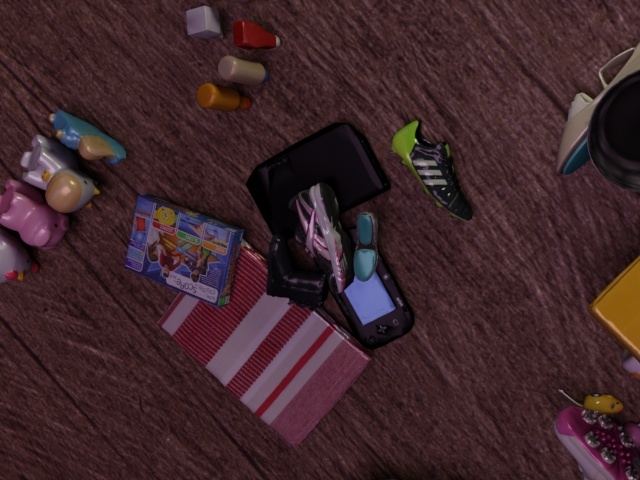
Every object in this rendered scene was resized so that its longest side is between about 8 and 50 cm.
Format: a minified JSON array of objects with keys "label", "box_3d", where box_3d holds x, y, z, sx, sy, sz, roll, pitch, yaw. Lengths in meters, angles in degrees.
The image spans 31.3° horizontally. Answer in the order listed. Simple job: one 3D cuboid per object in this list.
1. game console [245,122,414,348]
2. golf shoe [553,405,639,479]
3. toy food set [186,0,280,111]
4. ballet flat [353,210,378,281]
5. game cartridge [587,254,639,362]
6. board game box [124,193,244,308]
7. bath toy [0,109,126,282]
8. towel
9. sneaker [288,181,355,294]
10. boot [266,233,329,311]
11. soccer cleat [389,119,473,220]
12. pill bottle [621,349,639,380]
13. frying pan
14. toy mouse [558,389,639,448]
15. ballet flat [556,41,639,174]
[{"label":"game console","box_3d":[0.045,0.001,1.858,0.213,0.044,0.361,-27,96,22]},{"label":"golf shoe","box_3d":[0.453,0.379,1.770,0.306,0.115,0.140,41,126,-14]},{"label":"toy food set","box_3d":[-0.135,-0.326,1.816,0.111,0.104,0.232,-9,84,33]},{"label":"ballet flat","box_3d":[0.076,0.008,1.808,0.041,0.041,0.114,7,107,16]},{"label":"game cartridge","box_3d":[0.585,0.112,1.591,0.285,0.052,0.324,-44,87,-2]},{"label":"board game box","box_3d":[-0.233,0.017,1.929,0.201,0.035,0.136,21,107,24]},{"label":"bath toy","box_3d":[-0.480,-0.052,1.972,0.129,0.151,0.348,24,117,-36]},{"label":"towel","box_3d":[-0.098,0.170,1.954,0.329,0.037,0.237,41,114,5]},{"label":"sneaker","box_3d":[0.000,0.000,1.820,0.077,0.072,0.178,-15,88,25]},{"label":"boot","box_3d":[-0.036,0.053,1.853,0.099,0.045,0.121,13,116,18]},{"label":"soccer cleat","box_3d":[0.184,-0.108,1.777,0.072,0.060,0.179,-42,87,21]},{"label":"pill bottle","box_3d":[0.596,0.206,1.680,0.272,0.152,0.152,37,112,5]},{"label":"frying pan","box_3d":[0.534,-0.145,1.624,0.326,0.053,0.197,14,118,-10]},{"label":"toy mouse","box_3d":[0.456,0.317,1.819,0.161,0.031,0.143,4,106,16]},{"label":"ballet flat","box_3d":[0.421,-0.205,1.673,0.086,0.086,0.248,45,111,2]}]
